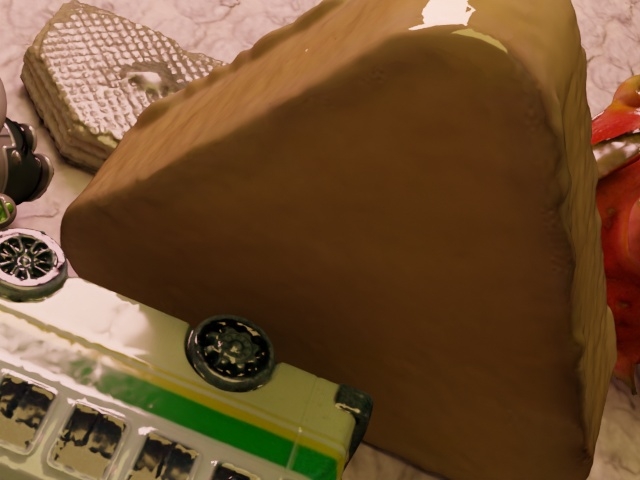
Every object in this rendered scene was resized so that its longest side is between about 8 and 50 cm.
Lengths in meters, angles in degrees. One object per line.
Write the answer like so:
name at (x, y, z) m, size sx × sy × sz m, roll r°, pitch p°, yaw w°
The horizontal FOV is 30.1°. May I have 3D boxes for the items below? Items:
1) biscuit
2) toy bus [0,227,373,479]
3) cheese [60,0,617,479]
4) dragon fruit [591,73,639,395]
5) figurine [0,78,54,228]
biscuit at (-0.114, -0.097, 0.930) m, size 0.252 × 0.052 × 0.150 m, roll 24°, pitch 44°, yaw -1°
toy bus at (-0.126, 0.117, 0.665) m, size 0.276 × 0.133 × 0.164 m, roll 23°, pitch 43°, yaw -1°
cheese at (0.000, -0.001, 0.751) m, size 0.384 × 0.384 × 0.104 m, roll 26°, pitch 51°, yaw 1°
dragon fruit at (0.268, -0.016, 0.901) m, size 0.227 × 0.224 × 0.224 m, roll -40°, pitch 67°, yaw -4°
figurine at (-0.257, -0.053, 0.754) m, size 0.192 × 0.126 × 0.147 m, roll -5°, pitch 70°, yaw -53°
